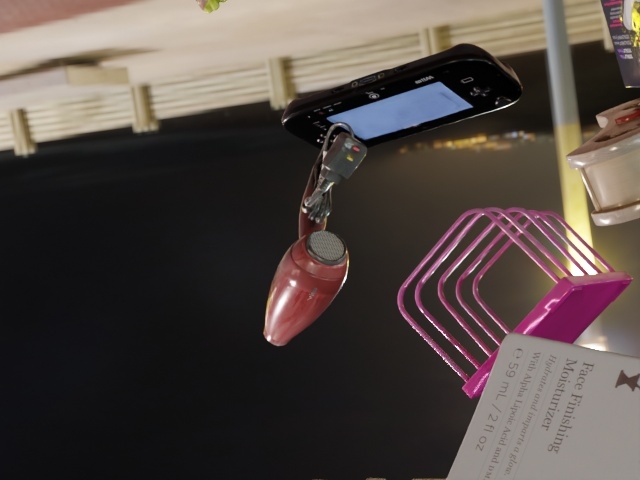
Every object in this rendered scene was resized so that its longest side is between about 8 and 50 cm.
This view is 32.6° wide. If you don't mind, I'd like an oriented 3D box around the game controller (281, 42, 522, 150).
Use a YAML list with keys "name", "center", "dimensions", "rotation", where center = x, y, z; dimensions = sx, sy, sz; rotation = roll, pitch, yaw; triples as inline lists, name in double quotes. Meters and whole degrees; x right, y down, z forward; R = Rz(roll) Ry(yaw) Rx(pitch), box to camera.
- name: "game controller"
  center: [0.107, -0.186, 1.485]
  dimensions: [0.319, 0.067, 0.166]
  rotation: [-15, 167, 31]

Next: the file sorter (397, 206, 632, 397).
- name: "file sorter"
  center: [0.269, 0.070, 1.535]
  dimensions: [0.202, 0.182, 0.291]
  rotation: [-51, 157, 20]

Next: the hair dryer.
- name: "hair dryer"
  center: [0.000, 0.000, 1.361]
  dimensions: [0.080, 0.293, 0.223]
  rotation: [22, -174, -4]

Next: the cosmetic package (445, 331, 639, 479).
- name: "cosmetic package"
  center: [0.216, 0.179, 0.804]
  dimensions: [0.184, 0.151, 0.151]
  rotation: [8, 153, 38]

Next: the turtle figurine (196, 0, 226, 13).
- name: "turtle figurine"
  center: [-0.191, -0.383, 1.352]
  dimensions: [0.087, 0.269, 0.217]
  rotation: [7, 154, 44]

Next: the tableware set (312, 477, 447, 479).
- name: "tableware set"
  center: [0.086, 0.291, 1.082]
  dimensions: [0.194, 0.128, 0.039]
  rotation: [3, 146, -11]

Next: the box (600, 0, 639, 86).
- name: "box"
  center: [0.488, -0.366, 1.553]
  dimensions: [0.143, 0.270, 0.165]
  rotation: [-20, -170, -3]

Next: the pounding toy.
- name: "pounding toy"
  center: [0.341, -0.055, 1.089]
  dimensions: [0.154, 0.154, 0.269]
  rotation: [-24, -171, 11]
